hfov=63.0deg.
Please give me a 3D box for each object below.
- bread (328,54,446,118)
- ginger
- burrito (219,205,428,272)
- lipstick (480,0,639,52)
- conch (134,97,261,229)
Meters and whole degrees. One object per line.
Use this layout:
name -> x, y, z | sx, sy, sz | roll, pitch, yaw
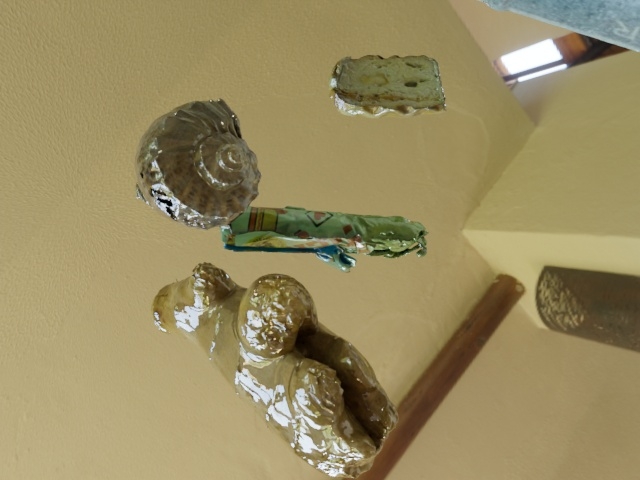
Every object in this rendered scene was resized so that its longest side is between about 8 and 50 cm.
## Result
bread -> 0.131, -0.300, 1.033 | 0.232, 0.088, 0.128 | 1, -104, 0
ginger -> -0.083, 0.130, 0.619 | 0.375, 0.236, 0.166 | 22, -110, 16
burrito -> 0.000, 0.000, 0.693 | 0.288, 0.104, 0.054 | 2, -123, -12
lipstick -> 0.145, -0.177, 0.306 | 0.289, 0.077, 0.076 | 30, -103, 18
conch -> -0.150, -0.087, 0.612 | 0.130, 0.207, 0.155 | 35, -116, -32
